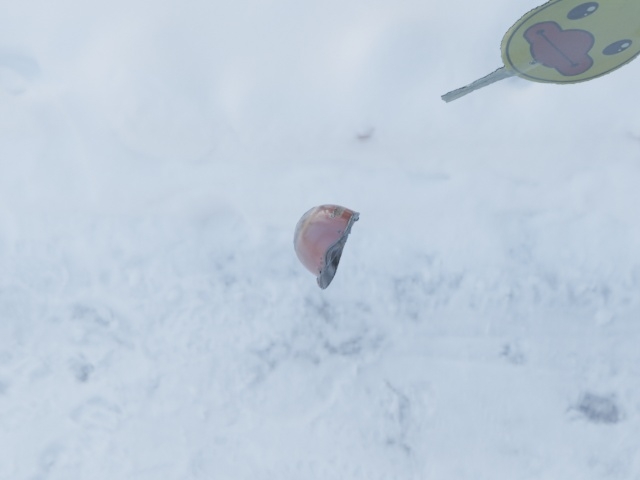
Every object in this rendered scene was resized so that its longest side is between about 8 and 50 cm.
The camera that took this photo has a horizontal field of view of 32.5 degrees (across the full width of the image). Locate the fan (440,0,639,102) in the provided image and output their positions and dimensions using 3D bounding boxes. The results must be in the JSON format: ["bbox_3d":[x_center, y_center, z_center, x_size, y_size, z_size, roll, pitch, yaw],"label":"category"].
[{"bbox_3d":[0.308,-0.250,1.448,0.335,0.229,0.011,-22,64,30],"label":"fan"}]

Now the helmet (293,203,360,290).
[{"bbox_3d":[-0.002,0.001,1.011,0.049,0.084,0.065,26,29,7],"label":"helmet"}]
